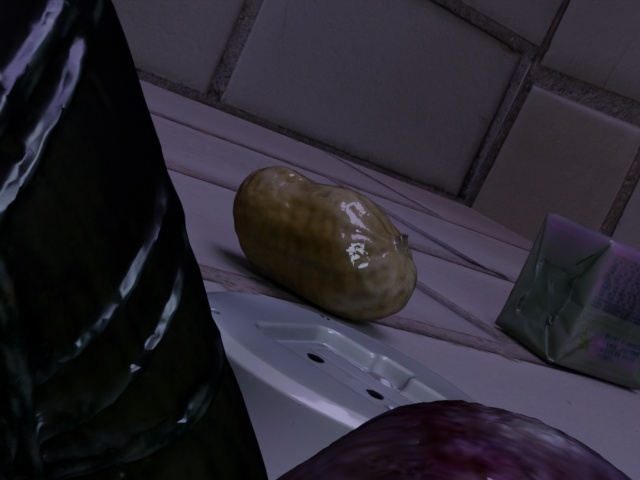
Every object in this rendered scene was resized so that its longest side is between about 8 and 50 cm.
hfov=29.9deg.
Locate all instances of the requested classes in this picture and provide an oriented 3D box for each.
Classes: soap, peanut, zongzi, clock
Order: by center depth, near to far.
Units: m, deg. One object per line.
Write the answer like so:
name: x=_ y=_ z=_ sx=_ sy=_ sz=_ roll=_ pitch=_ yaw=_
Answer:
zongzi: x=-0.199 y=0.002 z=0.432 sx=0.319 sy=0.383 sz=0.362 roll=19 pitch=44 yaw=17
clock: x=0.008 y=0.113 z=0.765 sx=0.230 sy=0.083 sz=0.230 roll=27 pitch=7 yaw=-4
peanut: x=0.000 y=0.000 z=1.273 sx=0.224 sy=0.129 sz=0.129 roll=25 pitch=8 yaw=16
soap: x=0.377 y=0.084 z=1.653 sx=0.199 sy=0.182 sz=0.138 roll=20 pitch=9 yaw=-35

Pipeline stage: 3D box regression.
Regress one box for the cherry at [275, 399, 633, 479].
cherry: x=0.039 y=0.144 z=0.349 sx=0.195 sy=0.195 sz=0.195 roll=25 pitch=8 yaw=-4
